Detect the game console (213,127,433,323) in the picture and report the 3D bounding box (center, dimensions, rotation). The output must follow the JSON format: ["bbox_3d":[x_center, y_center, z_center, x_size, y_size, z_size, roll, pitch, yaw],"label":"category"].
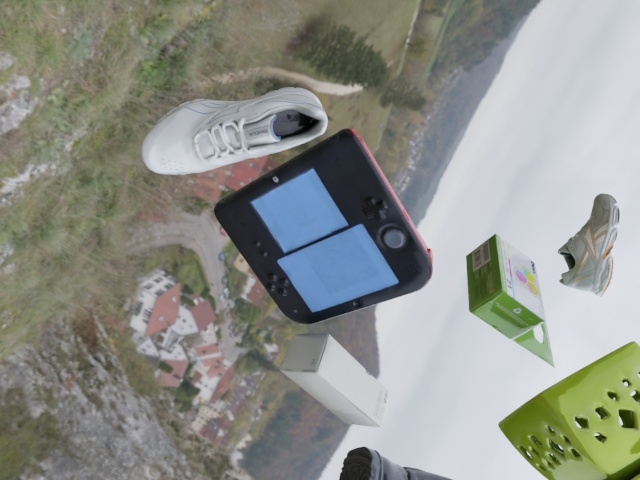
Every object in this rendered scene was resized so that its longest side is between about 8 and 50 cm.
[{"bbox_3d":[0.000,0.000,0.999,0.386,0.342,0.060,-24,-159,34],"label":"game console"}]

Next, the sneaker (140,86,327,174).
[{"bbox_3d":[-0.127,-0.169,0.749,0.129,0.297,0.111,-130,-158,-66],"label":"sneaker"}]

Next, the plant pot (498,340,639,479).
[{"bbox_3d":[0.498,0.346,0.879,0.228,0.207,0.227,-23,150,-16],"label":"plant pot"}]

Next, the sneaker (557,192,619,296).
[{"bbox_3d":[0.659,0.001,1.222,0.099,0.121,0.262,48,55,-63],"label":"sneaker"}]

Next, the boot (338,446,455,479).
[{"bbox_3d":[0.221,0.718,1.125,0.146,0.445,0.367,-18,-134,55],"label":"boot"}]

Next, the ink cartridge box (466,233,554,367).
[{"bbox_3d":[0.453,0.132,1.099,0.097,0.255,0.189,-47,-163,38],"label":"ink cartridge box"}]

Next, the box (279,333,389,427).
[{"bbox_3d":[0.039,0.322,1.123,0.113,0.275,0.094,-8,-135,37],"label":"box"}]
